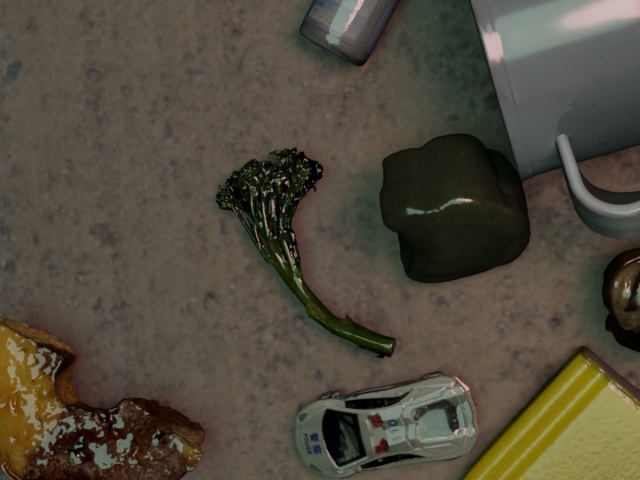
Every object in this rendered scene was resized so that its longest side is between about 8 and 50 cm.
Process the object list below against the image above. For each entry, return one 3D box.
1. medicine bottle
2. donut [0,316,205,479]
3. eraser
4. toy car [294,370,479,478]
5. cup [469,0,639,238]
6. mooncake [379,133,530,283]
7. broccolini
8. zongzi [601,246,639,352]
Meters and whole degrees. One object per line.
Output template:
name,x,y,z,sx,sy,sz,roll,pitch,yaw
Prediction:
medicine bottle,0.058,-0.288,1.191,0.083,0.083,0.203,32,99,10
donut,-0.268,0.208,1.272,0.295,0.112,0.151,30,100,12
eraser,0.259,0.237,1.169,0.158,0.069,0.226,43,100,10
toy car,0.068,0.202,1.220,0.205,0.056,0.095,-13,90,13
cup,0.302,-0.200,1.022,0.311,0.331,0.257,-16,125,11
mooncake,0.124,-0.028,1.144,0.168,0.175,0.104,0,60,-23
broccolini,0.005,0.007,1.224,0.271,0.062,0.123,49,116,13
zongzi,0.424,-0.021,1.094,0.286,0.134,0.288,5,87,12
